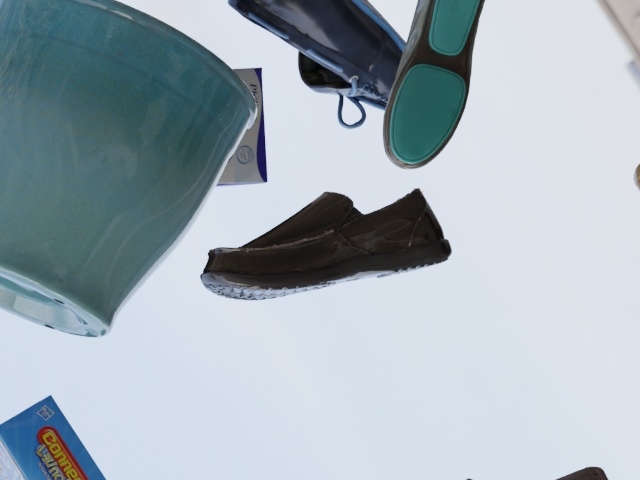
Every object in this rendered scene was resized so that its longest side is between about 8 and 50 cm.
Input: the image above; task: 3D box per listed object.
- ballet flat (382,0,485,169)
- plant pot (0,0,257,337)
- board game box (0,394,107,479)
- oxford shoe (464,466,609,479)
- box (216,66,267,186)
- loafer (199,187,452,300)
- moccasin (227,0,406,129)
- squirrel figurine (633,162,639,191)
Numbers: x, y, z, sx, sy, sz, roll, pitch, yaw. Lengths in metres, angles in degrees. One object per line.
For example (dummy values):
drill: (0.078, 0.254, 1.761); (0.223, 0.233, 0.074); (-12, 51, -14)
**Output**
ballet flat: (0.107, -0.164, 1.581); (0.072, 0.213, 0.068); (19, 173, -9)
plant pot: (-0.230, -0.059, 1.562); (0.271, 0.271, 0.255); (37, -113, -41)
board game box: (-0.317, 0.385, 2.188); (0.302, 0.086, 0.308); (55, 156, 10)
oxford shoe: (0.095, 0.234, 1.235); (0.097, 0.271, 0.098); (48, -147, -48)
box: (-0.117, -0.121, 1.845); (0.072, 0.137, 0.126); (-4, -88, -24)
loafer: (0.000, 0.000, 1.409); (0.220, 0.080, 0.078); (-9, -95, -24)
moccasin: (0.017, -0.218, 1.876); (0.342, 0.117, 0.138); (40, -169, -40)
squirrel figurine: (0.552, -0.037, 1.750); (0.397, 0.281, 0.370); (50, -163, 2)
